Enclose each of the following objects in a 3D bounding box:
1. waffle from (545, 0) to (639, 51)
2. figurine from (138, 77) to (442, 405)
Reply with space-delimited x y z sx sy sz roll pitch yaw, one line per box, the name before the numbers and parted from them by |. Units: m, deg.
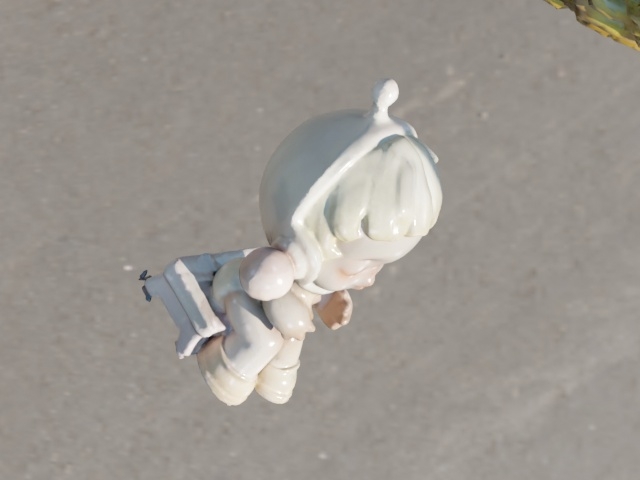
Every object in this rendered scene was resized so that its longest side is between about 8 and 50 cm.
waffle | 0.102 -0.126 0.719 0.149 0.194 0.051 22 105 -45
figurine | -0.001 -0.008 1.221 0.182 0.257 0.144 14 43 -43
